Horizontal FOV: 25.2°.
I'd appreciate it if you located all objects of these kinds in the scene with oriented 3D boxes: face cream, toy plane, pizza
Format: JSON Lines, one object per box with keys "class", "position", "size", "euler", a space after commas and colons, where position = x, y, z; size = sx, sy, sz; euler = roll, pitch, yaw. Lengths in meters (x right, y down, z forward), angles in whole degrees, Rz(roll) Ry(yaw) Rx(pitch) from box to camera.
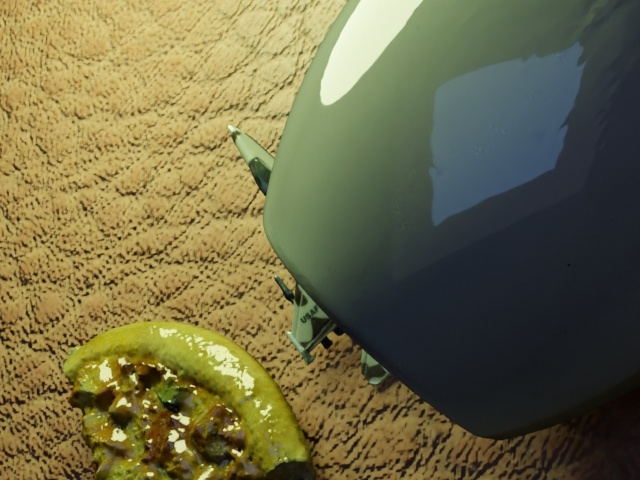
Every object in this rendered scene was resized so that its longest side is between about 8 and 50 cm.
{"class": "face cream", "position": [0.147, -0.078, 0.872], "size": [0.357, 0.219, 0.312], "euler": [-49, 63, 10]}
{"class": "toy plane", "position": [0.012, 0.004, 1.052], "size": [0.160, 0.082, 0.234], "euler": [-46, 63, 27]}
{"class": "pizza", "position": [-0.125, 0.161, 1.122], "size": [0.292, 0.058, 0.197], "euler": [23, 90, 42]}
